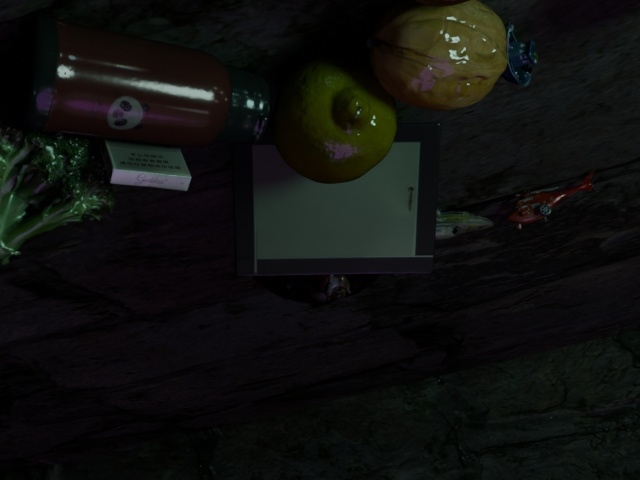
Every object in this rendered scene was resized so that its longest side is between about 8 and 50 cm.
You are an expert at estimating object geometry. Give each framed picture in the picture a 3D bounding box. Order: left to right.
[{"bbox_3d":[0.026,-0.066,1.288,0.347,0.265,0.016,-2,-164,-3],"label":"framed picture"}]

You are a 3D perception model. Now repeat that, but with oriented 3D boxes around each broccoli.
[{"bbox_3d":[-0.428,-0.089,1.098,0.269,0.241,0.261,29,163,-13],"label":"broccoli"}]

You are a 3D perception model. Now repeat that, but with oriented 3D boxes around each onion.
[{"bbox_3d":[0.000,0.000,1.423,0.314,0.232,0.314,-4,133,-5],"label":"onion"}]

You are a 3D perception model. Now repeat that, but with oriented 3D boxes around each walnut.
[{"bbox_3d":[0.163,-0.257,1.049,0.206,0.159,0.159,-4,154,-29],"label":"walnut"}]

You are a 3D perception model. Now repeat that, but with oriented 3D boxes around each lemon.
[{"bbox_3d":[0.017,-0.173,1.137,0.184,0.184,0.248,-3,171,-16],"label":"lemon"}]

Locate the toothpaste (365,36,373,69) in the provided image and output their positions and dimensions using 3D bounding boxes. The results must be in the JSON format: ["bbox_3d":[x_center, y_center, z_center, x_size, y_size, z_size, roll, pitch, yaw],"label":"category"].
[{"bbox_3d":[0.091,-0.245,1.188,0.049,0.031,0.204,-12,153,-5],"label":"toothpaste"}]

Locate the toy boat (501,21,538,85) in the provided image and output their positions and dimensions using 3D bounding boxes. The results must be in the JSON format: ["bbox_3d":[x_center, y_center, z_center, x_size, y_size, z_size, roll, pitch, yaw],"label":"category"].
[{"bbox_3d":[0.294,-0.281,1.158,0.061,0.060,0.137,-3,155,31],"label":"toy boat"}]

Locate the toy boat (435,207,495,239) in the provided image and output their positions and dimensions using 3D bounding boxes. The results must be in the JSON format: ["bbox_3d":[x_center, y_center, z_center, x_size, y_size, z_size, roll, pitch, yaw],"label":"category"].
[{"bbox_3d":[0.284,-0.035,1.661,0.210,0.066,0.084,-3,155,-18],"label":"toy boat"}]

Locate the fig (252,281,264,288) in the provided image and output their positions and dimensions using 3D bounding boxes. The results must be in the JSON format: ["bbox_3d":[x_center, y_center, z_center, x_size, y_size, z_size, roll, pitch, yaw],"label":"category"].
[{"bbox_3d":[-0.084,0.071,1.690,0.154,0.103,0.109,-35,124,27],"label":"fig"}]

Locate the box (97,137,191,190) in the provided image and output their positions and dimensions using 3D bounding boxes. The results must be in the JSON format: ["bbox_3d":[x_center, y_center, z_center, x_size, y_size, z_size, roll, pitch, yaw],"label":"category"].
[{"bbox_3d":[-0.257,-0.139,1.084,0.109,0.198,0.029,5,126,-29],"label":"box"}]

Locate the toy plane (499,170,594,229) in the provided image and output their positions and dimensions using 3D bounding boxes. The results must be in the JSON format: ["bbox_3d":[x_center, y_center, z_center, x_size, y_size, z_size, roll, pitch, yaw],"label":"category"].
[{"bbox_3d":[0.489,-0.085,1.639,0.194,0.077,0.126,-16,165,-11],"label":"toy plane"}]

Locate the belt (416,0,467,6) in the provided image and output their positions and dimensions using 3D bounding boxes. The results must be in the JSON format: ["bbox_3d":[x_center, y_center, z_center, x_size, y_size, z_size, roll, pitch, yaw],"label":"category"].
[{"bbox_3d":[0.160,-0.382,0.846,0.184,0.105,0.261,1,153,-19],"label":"belt"}]

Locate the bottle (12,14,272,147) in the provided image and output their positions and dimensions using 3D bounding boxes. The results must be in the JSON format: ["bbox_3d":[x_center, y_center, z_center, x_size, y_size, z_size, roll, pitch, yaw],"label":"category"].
[{"bbox_3d":[-0.226,-0.195,1.033,0.336,0.144,0.144,5,150,-32],"label":"bottle"}]
